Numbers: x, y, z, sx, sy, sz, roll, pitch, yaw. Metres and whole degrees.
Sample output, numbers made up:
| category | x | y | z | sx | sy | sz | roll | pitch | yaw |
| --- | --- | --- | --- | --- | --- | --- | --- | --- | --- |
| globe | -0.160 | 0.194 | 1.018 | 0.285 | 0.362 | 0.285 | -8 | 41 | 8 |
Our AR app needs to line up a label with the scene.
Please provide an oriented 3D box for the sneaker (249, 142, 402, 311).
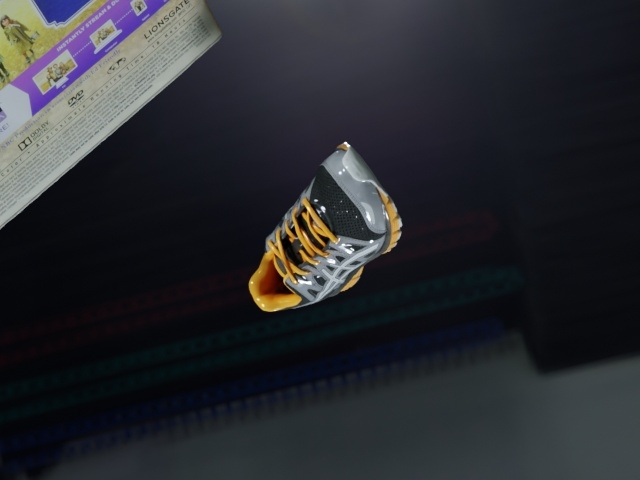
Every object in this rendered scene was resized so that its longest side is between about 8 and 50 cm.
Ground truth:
| category | x | y | z | sx | sy | sz | roll | pitch | yaw |
| --- | --- | --- | --- | --- | --- | --- | --- | --- | --- |
| sneaker | 0.000 | 0.000 | 1.325 | 0.084 | 0.083 | 0.215 | 55 | 155 | 18 |

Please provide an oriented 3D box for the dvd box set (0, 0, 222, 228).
| category | x | y | z | sx | sy | sz | roll | pitch | yaw |
| --- | --- | --- | --- | --- | --- | --- | --- | --- | --- |
| dvd box set | -0.267 | -0.201 | 1.223 | 0.062 | 0.307 | 0.420 | 39 | 166 | 37 |
